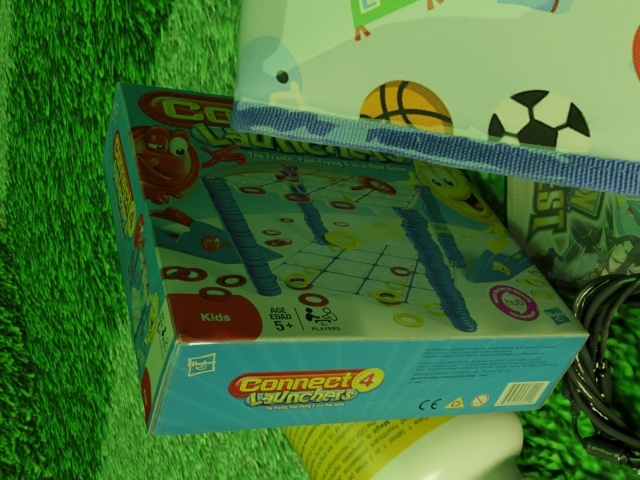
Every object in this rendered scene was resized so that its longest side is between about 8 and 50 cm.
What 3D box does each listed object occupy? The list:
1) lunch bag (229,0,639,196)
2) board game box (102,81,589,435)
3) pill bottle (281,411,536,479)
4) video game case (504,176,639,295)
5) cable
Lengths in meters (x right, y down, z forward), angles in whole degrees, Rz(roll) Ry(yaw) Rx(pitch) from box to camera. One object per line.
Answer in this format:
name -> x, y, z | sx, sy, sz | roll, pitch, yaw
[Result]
lunch bag -> 0.176, -0.188, 0.387 | 0.385, 0.239, 0.328 | 12, 106, 27
board game box -> 0.000, 0.000, 0.597 | 0.302, 0.308, 0.086 | -116, 37, -45
pill bottle -> 0.063, 0.159, 0.698 | 0.334, 0.187, 0.188 | 53, 134, 32
video game case -> 0.244, -0.086, 0.547 | 0.248, 0.035, 0.275 | 9, 103, 51
cable -> 0.245, 0.105, 0.540 | 0.150, 0.047, 0.185 | 30, 133, 44
